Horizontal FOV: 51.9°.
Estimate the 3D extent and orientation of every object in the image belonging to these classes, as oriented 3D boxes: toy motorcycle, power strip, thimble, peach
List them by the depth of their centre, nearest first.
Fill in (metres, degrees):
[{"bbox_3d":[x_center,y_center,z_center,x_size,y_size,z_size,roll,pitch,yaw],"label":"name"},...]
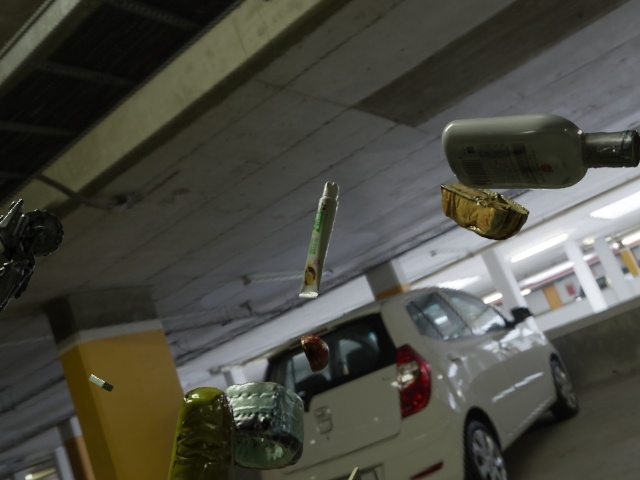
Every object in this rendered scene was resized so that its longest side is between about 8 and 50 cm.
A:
[{"bbox_3d":[-0.566,0.044,1.113,0.106,0.159,0.270,-26,34,62],"label":"toy motorcycle"},{"bbox_3d":[-0.009,0.220,1.296,0.050,0.077,0.083,-20,-17,-7],"label":"peach"},{"bbox_3d":[-0.495,0.320,1.479,0.083,0.017,0.027,10,-26,45],"label":"power strip"},{"bbox_3d":[-0.146,0.437,1.554,0.237,0.150,0.237,1,-42,1],"label":"thimble"}]

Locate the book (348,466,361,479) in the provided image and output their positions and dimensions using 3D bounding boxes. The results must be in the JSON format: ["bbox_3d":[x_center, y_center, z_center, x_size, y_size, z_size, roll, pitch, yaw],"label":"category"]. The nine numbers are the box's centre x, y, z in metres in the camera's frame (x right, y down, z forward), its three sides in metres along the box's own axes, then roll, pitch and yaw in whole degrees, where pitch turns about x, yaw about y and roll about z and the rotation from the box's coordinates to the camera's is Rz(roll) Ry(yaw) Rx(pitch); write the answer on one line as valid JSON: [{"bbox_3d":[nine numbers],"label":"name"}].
[{"bbox_3d":[0.125,0.854,2.039,0.018,0.242,0.170,-14,3,17],"label":"book"}]

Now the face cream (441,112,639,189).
[{"bbox_3d":[0.334,-0.136,1.015,0.291,0.144,0.071,3,52,43],"label":"face cream"}]

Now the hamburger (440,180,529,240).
[{"bbox_3d":[0.449,-0.077,1.803,0.124,0.131,0.262,-11,26,-27],"label":"hamburger"}]

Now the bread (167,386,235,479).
[{"bbox_3d":[-0.208,0.453,1.150,0.112,0.384,0.166,4,-21,1],"label":"bread"}]

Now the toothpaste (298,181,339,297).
[{"bbox_3d":[0.000,0.000,1.729,0.056,0.314,0.058,11,-14,8],"label":"toothpaste"}]
